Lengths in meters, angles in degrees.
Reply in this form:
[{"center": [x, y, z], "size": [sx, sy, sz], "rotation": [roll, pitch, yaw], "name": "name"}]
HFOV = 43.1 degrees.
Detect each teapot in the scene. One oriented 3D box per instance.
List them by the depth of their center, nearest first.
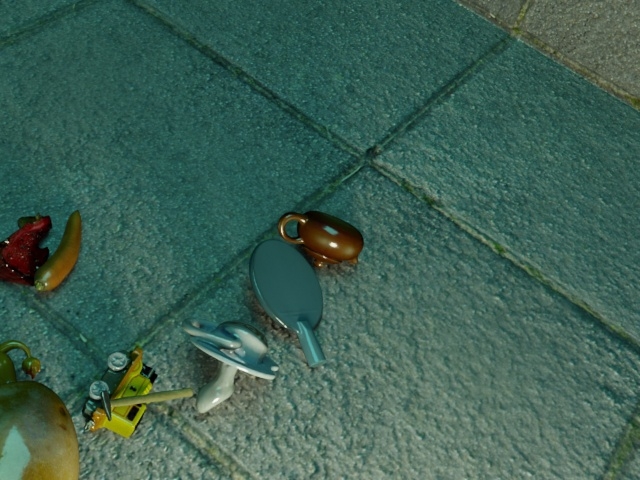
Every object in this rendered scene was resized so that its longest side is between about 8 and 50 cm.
[{"center": [0.000, 0.000, 2.037], "size": [0.252, 0.135, 0.178], "rotation": [18, 4, -29], "name": "teapot"}]

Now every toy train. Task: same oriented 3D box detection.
[{"center": [-0.413, 0.317, 1.685], "size": [0.127, 0.089, 0.219], "rotation": [30, 47, -4], "name": "toy train"}]

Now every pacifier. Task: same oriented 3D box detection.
[{"center": [-0.211, 0.272, 1.730], "size": [0.227, 0.279, 0.207], "rotation": [22, 90, 1], "name": "pacifier"}]

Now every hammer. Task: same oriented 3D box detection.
[{"center": [-0.350, 0.326, 1.658], "size": [0.198, 0.013, 0.062], "rotation": [-1, 64, -37], "name": "hammer"}]

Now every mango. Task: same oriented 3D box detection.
[{"center": [-0.547, 0.432, 1.465], "size": [0.221, 0.199, 0.384], "rotation": [6, 48, -33], "name": "mango"}]

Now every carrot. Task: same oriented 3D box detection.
[{"center": [-0.599, 0.025, 1.903], "size": [0.066, 0.062, 0.271], "rotation": [-12, 37, 24], "name": "carrot"}]

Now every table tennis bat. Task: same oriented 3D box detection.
[{"center": [-0.064, 0.144, 1.916], "size": [0.215, 0.044, 0.329], "rotation": [1, 60, -49], "name": "table tennis bat"}]

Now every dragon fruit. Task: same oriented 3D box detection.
[{"center": [-0.676, 0.007, 1.868], "size": [0.122, 0.092, 0.192], "rotation": [24, 48, 4], "name": "dragon fruit"}]

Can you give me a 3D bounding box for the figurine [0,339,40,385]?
[{"center": [-0.619, 0.284, 1.636], "size": [0.122, 0.121, 0.176], "rotation": [-32, 87, -10], "name": "figurine"}]
